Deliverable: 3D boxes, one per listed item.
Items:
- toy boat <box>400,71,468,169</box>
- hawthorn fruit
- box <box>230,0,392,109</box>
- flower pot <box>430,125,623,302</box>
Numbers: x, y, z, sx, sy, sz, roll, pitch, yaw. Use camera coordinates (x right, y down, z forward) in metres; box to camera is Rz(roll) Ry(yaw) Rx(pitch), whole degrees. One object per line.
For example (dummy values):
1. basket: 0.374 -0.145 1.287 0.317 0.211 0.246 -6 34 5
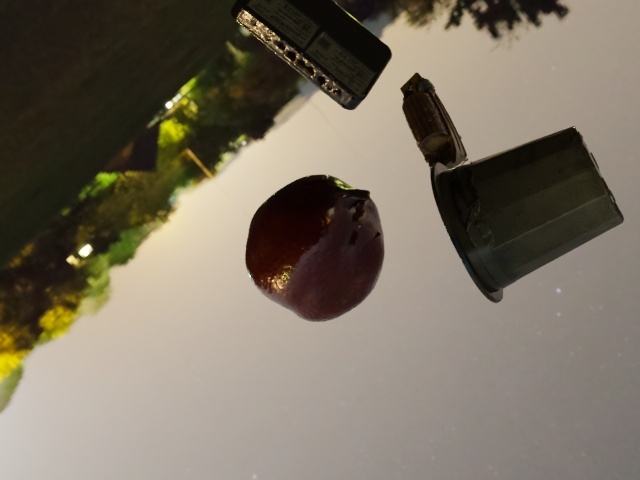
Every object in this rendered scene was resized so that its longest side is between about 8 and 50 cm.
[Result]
1. toy boat: 0.249 -0.267 1.930 0.089 0.115 0.310 -39 -128 31
2. hawthorn fruit: -0.012 0.011 1.672 0.295 0.295 0.311 -45 154 -17
3. box: -0.014 -0.459 1.876 0.058 0.350 0.211 -40 -166 51
4. flower pot: 0.279 -0.053 1.133 0.203 0.212 0.212 -29 -165 18
